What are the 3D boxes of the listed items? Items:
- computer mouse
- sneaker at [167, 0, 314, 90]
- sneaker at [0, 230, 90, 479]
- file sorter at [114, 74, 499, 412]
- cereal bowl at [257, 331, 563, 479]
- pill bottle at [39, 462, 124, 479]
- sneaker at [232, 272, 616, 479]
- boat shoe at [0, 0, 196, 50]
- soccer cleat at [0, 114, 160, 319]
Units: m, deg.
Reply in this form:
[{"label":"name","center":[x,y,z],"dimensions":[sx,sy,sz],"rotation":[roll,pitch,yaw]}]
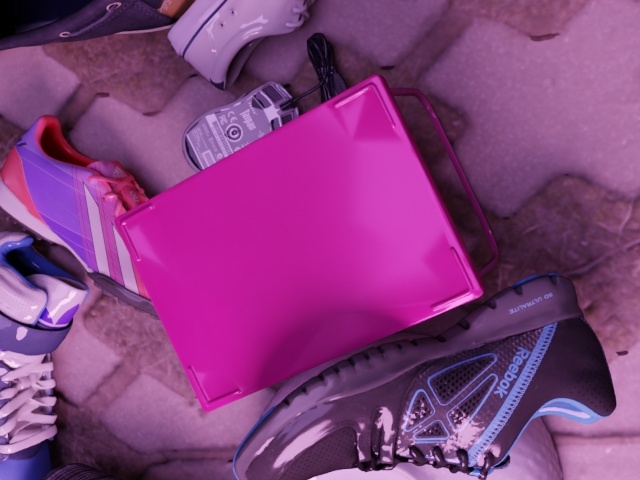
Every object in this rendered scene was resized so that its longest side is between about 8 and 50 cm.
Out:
[{"label":"computer mouse","center":[-0.058,-0.131,0.971],"dimensions":[0.193,0.042,0.106],"rotation":[-24,93,16]},{"label":"sneaker","center":[-0.041,-0.257,0.930],"dimensions":[0.091,0.094,0.258],"rotation":[48,118,-4]},{"label":"sneaker","center":[-0.345,0.148,1.062],"dimensions":[0.236,0.130,0.323],"rotation":[-32,80,25]},{"label":"file sorter","center":[0.000,0.000,0.888],"dimensions":[0.291,0.182,0.202],"rotation":[-26,88,22]},{"label":"cereal bowl","center":[0.067,0.270,0.921],"dimensions":[0.339,0.141,0.339],"rotation":[3,99,20]},{"label":"pill bottle","center":[-0.207,0.339,1.007],"dimensions":[0.246,0.130,0.130],"rotation":[10,101,34]},{"label":"sneaker","center":[0.091,0.151,0.792],"dimensions":[0.341,0.125,0.139],"rotation":[-25,75,-2]},{"label":"boat shoe","center":[-0.366,-0.288,1.005],"dimensions":[0.500,0.156,0.187],"rotation":[1,99,22]},{"label":"soccer cleat","center":[-0.223,-0.019,1.013],"dimensions":[0.318,0.108,0.116],"rotation":[33,103,16]}]
